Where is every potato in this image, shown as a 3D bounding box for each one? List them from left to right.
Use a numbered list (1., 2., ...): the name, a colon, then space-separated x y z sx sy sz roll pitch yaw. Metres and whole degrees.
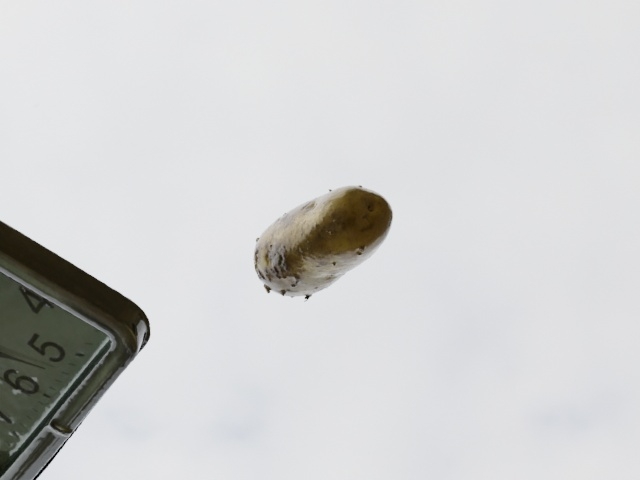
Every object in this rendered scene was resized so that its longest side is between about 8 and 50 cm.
1. potato: 0.000 0.000 0.653 0.051 0.083 0.040 -3 -117 -51

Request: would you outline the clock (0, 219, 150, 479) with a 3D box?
1. clock: -0.296 0.067 0.985 0.279 0.273 0.049 33 -142 -13
